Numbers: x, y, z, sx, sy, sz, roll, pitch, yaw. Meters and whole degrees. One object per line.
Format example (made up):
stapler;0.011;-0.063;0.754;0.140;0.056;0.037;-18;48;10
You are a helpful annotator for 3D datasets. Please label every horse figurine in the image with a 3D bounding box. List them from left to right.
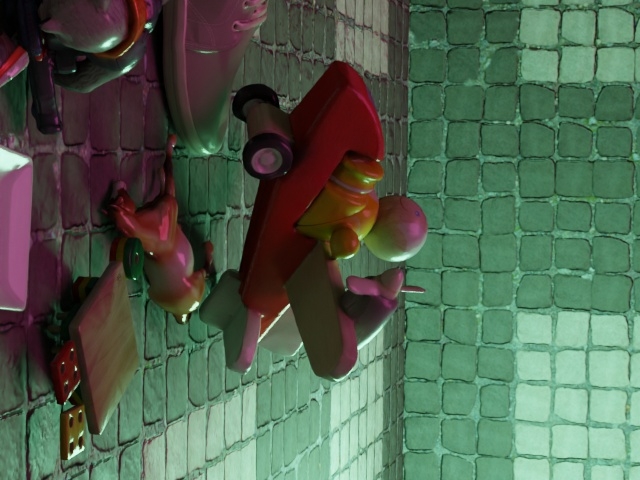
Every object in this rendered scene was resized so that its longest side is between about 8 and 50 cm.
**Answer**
horse figurine;-0.177;0.007;1.816;0.174;0.066;0.263;-82;164;-49

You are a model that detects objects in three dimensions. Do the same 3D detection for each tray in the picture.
tray;-0.302;-0.017;1.319;0.270;0.030;0.145;31;62;-80

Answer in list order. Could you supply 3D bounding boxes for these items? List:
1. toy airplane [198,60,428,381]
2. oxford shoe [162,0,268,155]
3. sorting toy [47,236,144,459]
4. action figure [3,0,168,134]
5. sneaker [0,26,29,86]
toy airplane;0.000;0.000;1.986;0.384;0.272;0.386;146;-53;-72
oxford shoe;-0.112;-0.309;1.879;0.169;0.130;0.449;-68;164;-66
sorting toy;-0.238;0.113;1.602;0.274;0.046;0.132;-68;155;-58
action figure;-0.204;-0.288;1.452;0.330;0.178;0.341;-86;172;-57
sneaker;-0.305;-0.142;1.315;0.065;0.061;0.158;57;25;-17
